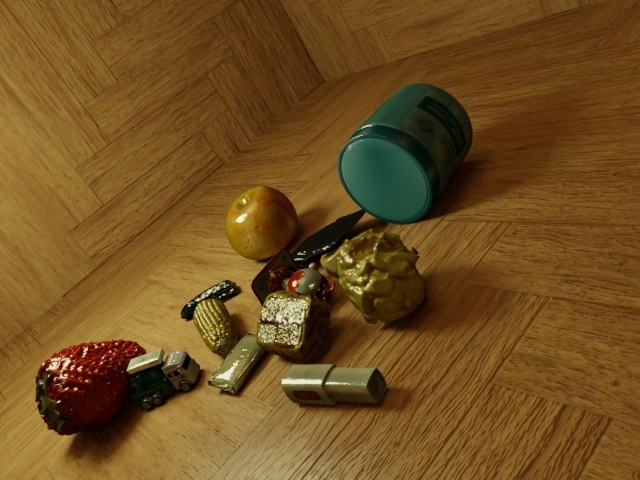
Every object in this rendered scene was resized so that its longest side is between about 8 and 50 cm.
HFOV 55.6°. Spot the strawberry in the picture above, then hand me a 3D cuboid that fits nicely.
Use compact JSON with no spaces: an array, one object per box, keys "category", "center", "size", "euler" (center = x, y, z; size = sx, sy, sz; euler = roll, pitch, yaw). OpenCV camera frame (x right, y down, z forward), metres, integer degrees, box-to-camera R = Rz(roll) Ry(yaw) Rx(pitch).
[{"category":"strawberry","center":[-0.705,0.437,1.895],"size":[0.351,0.267,0.312],"euler":[-37,-11,-42]}]

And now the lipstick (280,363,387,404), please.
[{"category":"lipstick","center":[0.030,0.330,1.391],"size":[0.252,0.079,0.077],"euler":[-10,31,39]}]

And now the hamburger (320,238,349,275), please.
[{"category":"hamburger","center":[0.068,0.056,1.867],"size":[0.141,0.081,0.126],"euler":[-28,17,42]}]

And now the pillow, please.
[{"category":"pillow","center":[-0.223,0.340,1.715],"size":[0.119,0.053,0.208],"euler":[-1,39,45]}]

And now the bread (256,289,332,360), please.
[{"category":"bread","center":[-0.073,0.225,1.632],"size":[0.222,0.096,0.182],"euler":[-1,68,49]}]

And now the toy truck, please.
[{"category":"toy truck","center":[-0.478,0.409,1.823],"size":[0.215,0.116,0.110],"euler":[-26,24,16]}]

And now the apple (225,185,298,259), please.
[{"category":"apple","center":[-0.225,-0.068,2.280],"size":[0.285,0.233,0.286],"euler":[-27,26,14]}]

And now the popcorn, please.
[{"category":"popcorn","center":[0.162,0.085,1.527],"size":[0.225,0.249,0.249],"euler":[-22,22,-8]}]

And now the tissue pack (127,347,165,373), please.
[{"category":"tissue pack","center":[-0.518,0.359,1.802],"size":[0.108,0.023,0.056],"euler":[-22,24,8]}]

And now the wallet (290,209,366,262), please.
[{"category":"wallet","center":[0.000,0.000,2.035],"size":[0.323,0.041,0.247],"euler":[-28,14,44]}]

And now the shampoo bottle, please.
[{"category":"shampoo bottle","center":[0.278,-0.284,1.947],"size":[0.331,0.331,0.343],"euler":[-7,33,45]}]

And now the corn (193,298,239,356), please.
[{"category":"corn","center":[-0.327,0.269,1.909],"size":[0.119,0.119,0.322],"euler":[-37,27,-10]}]

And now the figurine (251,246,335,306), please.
[{"category":"figurine","center":[-0.051,0.139,1.800],"size":[0.226,0.160,0.183],"euler":[6,45,43]}]

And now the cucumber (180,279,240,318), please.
[{"category":"cucumber","center":[-0.409,0.212,2.180],"size":[0.245,0.067,0.067],"euler":[-28,24,7]}]
